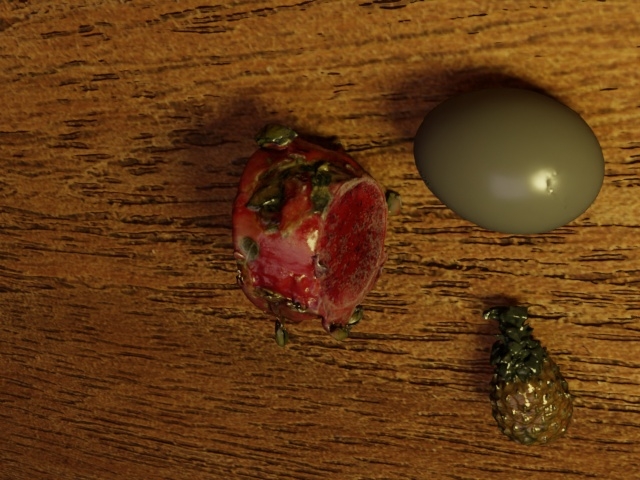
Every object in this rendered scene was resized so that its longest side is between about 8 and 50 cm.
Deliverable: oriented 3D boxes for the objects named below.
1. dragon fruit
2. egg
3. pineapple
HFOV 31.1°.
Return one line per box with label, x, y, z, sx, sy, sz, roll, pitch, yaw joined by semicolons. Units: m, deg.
dragon fruit;0.000;0.000;1.333;0.147;0.211;0.282;4;113;20
egg;0.188;-0.082;1.165;0.199;0.146;0.146;22;141;24
pineapple;0.253;0.159;1.427;0.108;0.108;0.197;3;123;33
